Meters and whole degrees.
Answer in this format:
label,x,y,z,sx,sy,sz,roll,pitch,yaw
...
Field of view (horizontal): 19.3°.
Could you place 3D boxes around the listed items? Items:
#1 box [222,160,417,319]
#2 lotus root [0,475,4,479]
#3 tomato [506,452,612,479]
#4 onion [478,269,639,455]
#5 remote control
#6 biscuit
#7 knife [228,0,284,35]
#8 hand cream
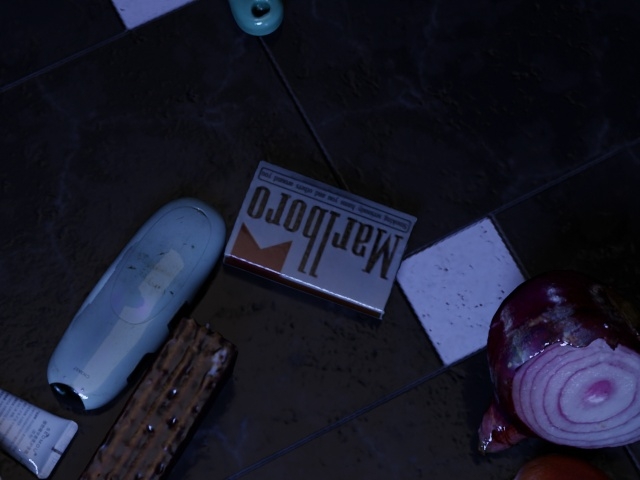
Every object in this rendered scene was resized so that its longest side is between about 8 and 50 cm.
label,x,y,z,sx,sy,sz,roll,pitch,yaw
box,0.000,0.000,1.955,0.177,0.036,0.115,20,72,3
lotus root,-0.347,0.253,1.804,0.095,0.135,0.159,-36,87,-15
tomato,0.235,0.281,1.853,0.139,0.091,0.159,40,72,6
onion,0.232,0.133,1.881,0.195,0.218,0.140,26,33,-35
remote control,-0.185,0.061,1.919,0.097,0.045,0.256,31,75,8
biscuit,-0.205,0.255,1.822,0.073,0.107,0.388,31,73,3
knife,-0.132,-0.322,2.057,0.063,0.034,0.260,-37,72,-7
hand cream,-0.341,0.164,1.881,0.194,0.042,0.067,31,65,1
